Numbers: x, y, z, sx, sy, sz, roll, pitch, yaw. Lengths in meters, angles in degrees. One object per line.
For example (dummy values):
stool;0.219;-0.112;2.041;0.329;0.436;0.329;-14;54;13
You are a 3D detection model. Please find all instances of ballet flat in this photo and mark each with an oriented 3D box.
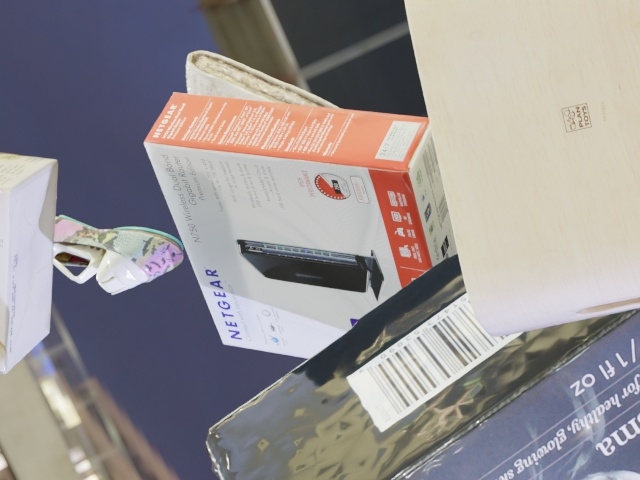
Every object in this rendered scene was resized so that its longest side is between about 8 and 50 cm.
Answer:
ballet flat;-0.260;0.021;2.151;0.221;0.079;0.077;10;-34;37

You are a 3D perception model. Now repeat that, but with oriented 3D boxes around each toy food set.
toy food set;0.201;-0.094;1.368;0.092;0.220;0.306;-13;90;-71

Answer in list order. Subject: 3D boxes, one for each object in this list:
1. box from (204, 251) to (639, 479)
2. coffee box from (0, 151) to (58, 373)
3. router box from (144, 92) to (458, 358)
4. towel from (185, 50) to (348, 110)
box;0.233;0.265;1.672;0.472;0.480;0.297;54;-1;-24
coffee box;-0.391;-0.001;1.566;0.119;0.297;0.168;-53;150;-70
router box;0.000;0.000;1.946;0.301;0.082;0.335;7;-40;24
towel;-0.032;-0.091;2.031;0.282;0.049;0.187;24;-40;16
